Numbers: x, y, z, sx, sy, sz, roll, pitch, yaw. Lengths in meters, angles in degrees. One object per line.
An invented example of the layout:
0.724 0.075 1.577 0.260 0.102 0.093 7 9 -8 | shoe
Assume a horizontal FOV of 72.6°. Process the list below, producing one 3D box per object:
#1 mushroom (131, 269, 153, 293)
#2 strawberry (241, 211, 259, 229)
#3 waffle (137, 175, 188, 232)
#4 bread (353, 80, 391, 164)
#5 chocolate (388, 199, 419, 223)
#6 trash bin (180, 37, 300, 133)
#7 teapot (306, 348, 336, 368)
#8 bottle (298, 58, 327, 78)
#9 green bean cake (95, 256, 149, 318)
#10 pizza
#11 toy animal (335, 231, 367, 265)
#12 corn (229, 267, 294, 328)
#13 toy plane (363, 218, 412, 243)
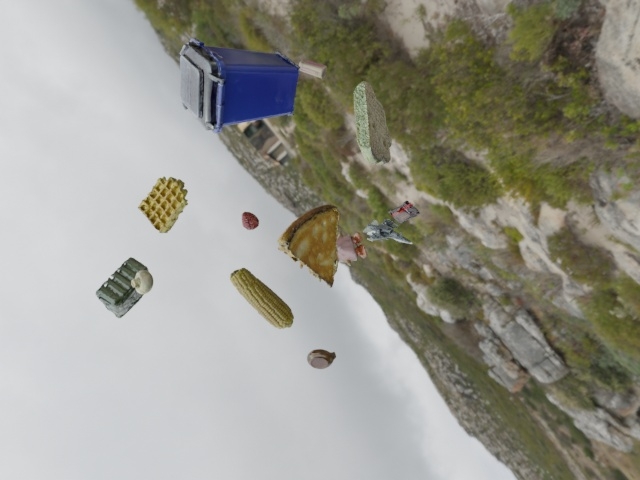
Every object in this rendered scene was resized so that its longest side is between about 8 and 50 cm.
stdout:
-0.624 0.147 1.529 0.067 0.084 0.084 -5 -128 -48 | mushroom
-0.338 -0.093 2.070 0.096 0.083 0.083 49 -173 -5 | strawberry
-0.606 -0.158 1.713 0.160 0.211 0.055 44 -165 15 | waffle
0.170 -0.357 1.406 0.207 0.056 0.287 32 -128 -54 | bread
0.356 -0.120 1.866 0.086 0.028 0.182 43 161 -3 | chocolate
-0.170 -0.335 0.951 0.234 0.163 0.184 -15 -133 -34 | trash bin
0.004 0.516 1.926 0.078 0.129 0.098 -72 -32 -60 | teapot
-0.028 -0.604 1.533 0.096 0.045 0.045 22 180 13 | bottle
-0.915 0.228 2.059 0.132 0.241 0.255 31 150 1 | green bean cake
0.000 0.000 1.496 0.074 0.251 0.288 18 157 47 | pizza
0.082 0.056 2.254 0.169 0.281 0.196 104 151 -65 | toy animal
-0.256 0.262 1.934 0.363 0.120 0.120 45 -172 -14 | corn
0.282 -0.038 1.841 0.234 0.160 0.083 14 134 42 | toy plane
